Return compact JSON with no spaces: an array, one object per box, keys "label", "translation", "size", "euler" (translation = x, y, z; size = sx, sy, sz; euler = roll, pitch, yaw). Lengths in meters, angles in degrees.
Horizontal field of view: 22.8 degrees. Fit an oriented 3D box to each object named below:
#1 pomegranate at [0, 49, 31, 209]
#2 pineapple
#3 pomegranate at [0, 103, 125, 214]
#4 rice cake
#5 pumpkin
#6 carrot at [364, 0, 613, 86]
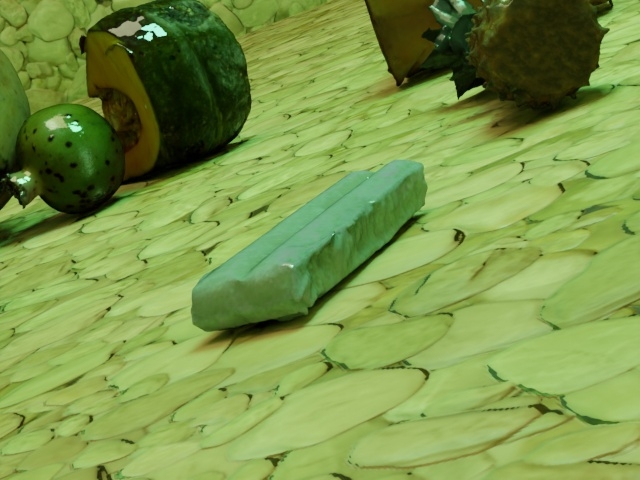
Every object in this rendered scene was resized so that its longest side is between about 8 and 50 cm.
[{"label":"pomegranate","translation":[-0.477,-0.105,1.766],"size":[0.322,0.322,0.322],"euler":[-20,12,4]},{"label":"pineapple","translation":[0.169,-0.180,1.401],"size":[0.130,0.119,0.277],"euler":[-40,11,-2]},{"label":"pomegranate","translation":[-0.276,-0.085,1.721],"size":[0.130,0.130,0.130],"euler":[-20,12,4]},{"label":"rice cake","translation":[0.000,0.000,1.043],"size":[0.085,0.040,0.226],"euler":[-14,13,31]},{"label":"pumpkin","translation":[-0.212,-0.174,1.839],"size":[0.139,0.190,0.280],"euler":[-31,15,-37]},{"label":"carrot","translation":[0.184,-0.297,1.766],"size":[0.254,0.196,0.196],"euler":[-14,13,12]}]
